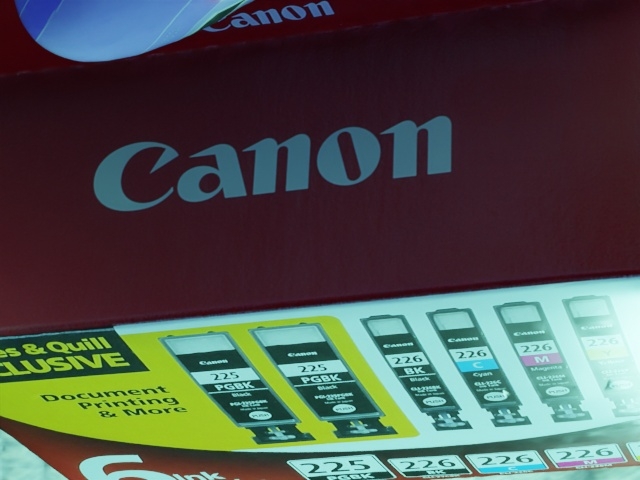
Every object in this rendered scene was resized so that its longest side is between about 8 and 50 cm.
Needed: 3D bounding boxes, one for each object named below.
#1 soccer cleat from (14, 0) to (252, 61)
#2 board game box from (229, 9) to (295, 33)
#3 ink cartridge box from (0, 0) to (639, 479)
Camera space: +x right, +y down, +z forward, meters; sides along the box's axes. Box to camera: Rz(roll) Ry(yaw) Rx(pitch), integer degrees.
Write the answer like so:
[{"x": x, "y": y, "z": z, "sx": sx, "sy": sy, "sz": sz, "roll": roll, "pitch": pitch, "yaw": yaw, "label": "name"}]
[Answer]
[{"x": 0.010, "y": -0.125, "z": 0.574, "sx": 0.248, "sy": 0.095, "sz": 0.083, "roll": -28, "pitch": 127, "yaw": 5, "label": "soccer cleat"}, {"x": -0.009, "y": -0.203, "z": 0.636, "sx": 0.336, "sy": 0.079, "sz": 0.254, "roll": 16, "pitch": 131, "yaw": -28, "label": "board game box"}, {"x": 0.000, "y": 0.000, "z": 0.731, "sx": 0.309, "sy": 0.130, "sz": 0.272, "roll": -7, "pitch": 152, "yaw": 17, "label": "ink cartridge box"}]
